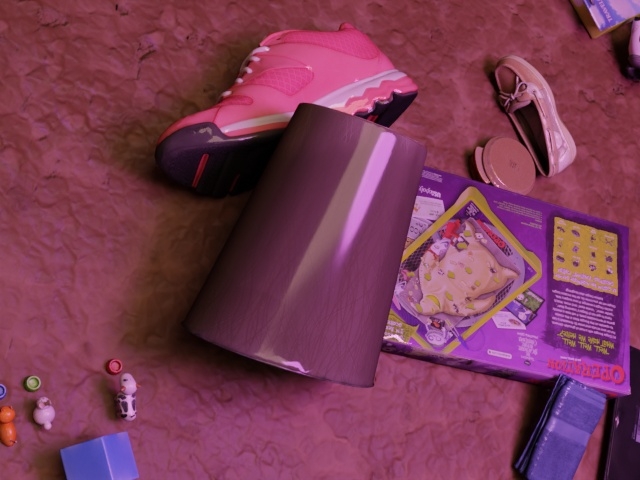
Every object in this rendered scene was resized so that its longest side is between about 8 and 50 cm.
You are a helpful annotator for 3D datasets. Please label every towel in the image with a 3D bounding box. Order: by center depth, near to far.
[{"bbox_3d":[0.261,0.209,1.124,0.067,0.029,0.119,28,84,-22],"label":"towel"}]

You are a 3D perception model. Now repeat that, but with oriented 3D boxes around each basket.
[{"bbox_3d":[0.000,0.000,0.959,0.204,0.154,0.226,18,91,-38],"label":"basket"}]

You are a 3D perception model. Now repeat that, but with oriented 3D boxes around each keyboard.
[{"bbox_3d":[0.378,0.219,1.204,0.108,0.023,0.180,23,66,-15],"label":"keyboard"}]

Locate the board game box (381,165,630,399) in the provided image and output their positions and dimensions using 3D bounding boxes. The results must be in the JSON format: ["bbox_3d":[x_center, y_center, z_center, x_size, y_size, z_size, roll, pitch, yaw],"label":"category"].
[{"bbox_3d":[0.194,0.044,1.155,0.347,0.056,0.208,15,64,-21],"label":"board game box"}]

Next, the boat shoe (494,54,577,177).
[{"bbox_3d":[0.249,-0.148,1.239,0.048,0.056,0.153,-32,97,-35],"label":"boat shoe"}]

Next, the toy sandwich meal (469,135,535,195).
[{"bbox_3d":[0.214,-0.083,1.216,0.086,0.029,0.085,11,67,-27],"label":"toy sandwich meal"}]

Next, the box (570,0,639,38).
[{"bbox_3d":[0.388,-0.339,1.374,0.178,0.042,0.109,-28,87,-30],"label":"box"}]

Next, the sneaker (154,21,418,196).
[{"bbox_3d":[-0.050,-0.145,1.074,0.314,0.116,0.136,-22,72,-35],"label":"sneaker"}]

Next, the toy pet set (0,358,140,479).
[{"bbox_3d":[-0.210,0.162,0.904,0.122,0.065,0.114,-11,79,-28],"label":"toy pet set"}]

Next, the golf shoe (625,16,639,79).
[{"bbox_3d":[0.480,-0.274,1.366,0.198,0.077,0.093,-24,111,-32],"label":"golf shoe"}]
